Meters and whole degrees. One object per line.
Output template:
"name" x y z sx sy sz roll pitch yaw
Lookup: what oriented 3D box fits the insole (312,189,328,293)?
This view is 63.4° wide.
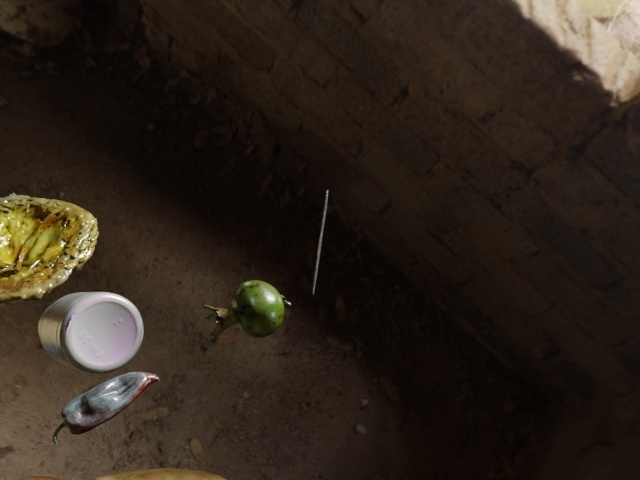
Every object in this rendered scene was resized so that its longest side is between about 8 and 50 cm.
"insole" 0.000 0.000 0.917 0.004 0.065 0.197 7 70 3

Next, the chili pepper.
"chili pepper" -0.299 0.224 0.720 0.153 0.041 0.050 -28 87 -24

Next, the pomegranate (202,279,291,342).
"pomegranate" -0.193 0.194 1.355 0.220 0.156 0.156 -31 81 1

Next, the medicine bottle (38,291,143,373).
"medicine bottle" -0.524 0.198 1.155 0.170 0.293 0.170 4 84 -38

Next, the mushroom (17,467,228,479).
"mushroom" -0.226 0.249 0.239 0.313 0.397 0.224 -29 55 14

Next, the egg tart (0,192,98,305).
"egg tart" -0.451 0.023 0.769 0.231 0.098 0.252 -5 38 -17
